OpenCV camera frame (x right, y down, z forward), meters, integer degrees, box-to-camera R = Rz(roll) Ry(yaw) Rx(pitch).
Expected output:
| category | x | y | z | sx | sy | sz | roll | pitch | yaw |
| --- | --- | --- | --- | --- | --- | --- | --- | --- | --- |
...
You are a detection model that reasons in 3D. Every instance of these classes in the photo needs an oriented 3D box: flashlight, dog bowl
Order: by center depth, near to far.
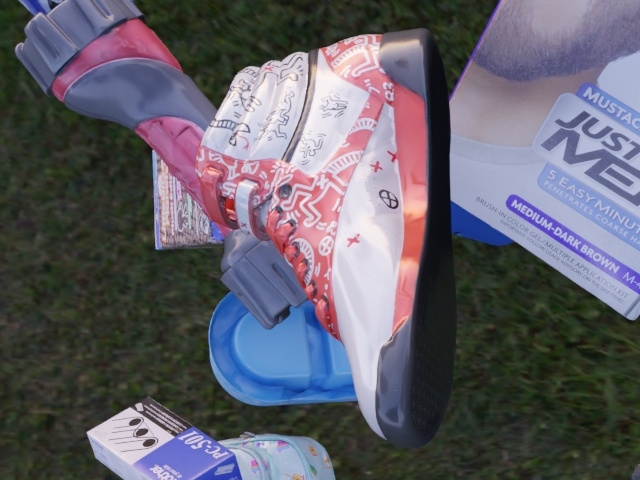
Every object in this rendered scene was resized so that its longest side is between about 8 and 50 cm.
| category | x | y | z | sx | sy | sz | roll | pitch | yaw |
| --- | --- | --- | --- | --- | --- | --- | --- | --- | --- |
| flashlight | -0.111 | -0.066 | 1.092 | 0.103 | 0.103 | 0.304 | -39 | 87 | 22 |
| dog bowl | -0.011 | 0.142 | 1.838 | 0.297 | 0.074 | 0.166 | -1 | 68 | -18 |

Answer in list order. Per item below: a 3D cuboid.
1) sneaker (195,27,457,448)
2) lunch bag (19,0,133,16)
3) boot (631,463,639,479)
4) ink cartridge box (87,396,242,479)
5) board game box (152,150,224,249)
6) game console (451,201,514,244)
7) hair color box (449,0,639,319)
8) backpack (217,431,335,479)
| category | x | y | z | sx | sy | sz | roll | pitch | yaw |
| --- | --- | --- | --- | --- | --- | --- | --- | --- | --- |
| sneaker | 0.000 | 0.000 | 0.811 | 0.145 | 0.090 | 0.270 | -7 | 60 | 17 |
| lunch bag | -0.314 | -0.426 | 1.311 | 0.239 | 0.385 | 0.328 | -42 | 36 | 6 |
| boot | 0.426 | 0.394 | 1.210 | 0.146 | 0.445 | 0.367 | 40 | 110 | 61 |
| ink cartridge box | -0.196 | 0.268 | 1.711 | 0.207 | 0.097 | 0.046 | 22 | 134 | 49 |
| board game box | -0.076 | -0.064 | 1.810 | 0.232 | 0.291 | 0.141 | -2 | 89 | -19 |
| game console | 0.248 | -0.124 | 1.832 | 0.173 | 0.293 | 0.250 | 11 | 88 | 44 |
| hair color box | 0.209 | -0.129 | 0.847 | 0.185 | 0.110 | 0.339 | 34 | 132 | 10 |
| backpack | -0.078 | 0.335 | 1.806 | 0.188 | 0.144 | 0.165 | -12 | 72 | 21 |
